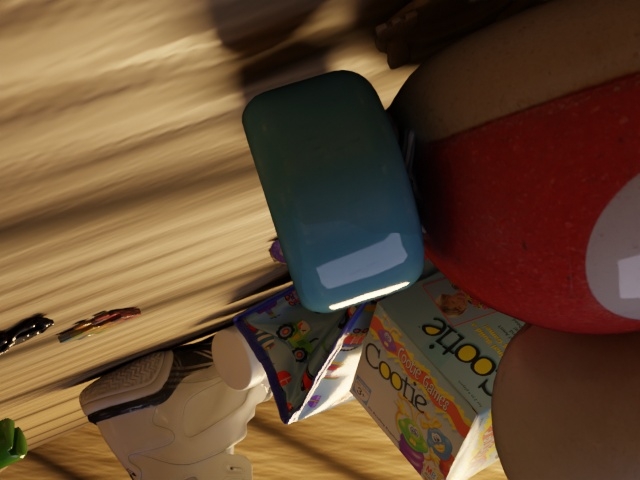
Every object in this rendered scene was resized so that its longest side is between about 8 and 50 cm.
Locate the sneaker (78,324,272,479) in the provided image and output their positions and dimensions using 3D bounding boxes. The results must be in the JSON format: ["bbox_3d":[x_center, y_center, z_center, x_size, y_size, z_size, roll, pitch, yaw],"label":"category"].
[{"bbox_3d":[-0.111,0.220,1.432,0.366,0.210,0.137,-20,174,-25],"label":"sneaker"}]

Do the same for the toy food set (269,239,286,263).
[{"bbox_3d":[0.000,0.000,0.823,0.078,0.019,0.122,-23,174,-3],"label":"toy food set"}]

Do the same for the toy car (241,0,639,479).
[{"bbox_3d":[0.113,0.038,0.394,0.219,0.238,0.210,-18,180,-1],"label":"toy car"}]

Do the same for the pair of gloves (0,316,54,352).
[{"bbox_3d":[-0.210,0.068,0.683,0.083,0.010,0.074,-18,172,-44],"label":"pair of gloves"}]

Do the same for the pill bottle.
[{"bbox_3d":[-0.035,0.115,1.314,0.184,0.103,0.103,-19,173,-40],"label":"pill bottle"}]

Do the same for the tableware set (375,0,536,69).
[{"bbox_3d":[0.096,-0.096,0.337,0.169,0.020,0.141,-22,174,-12],"label":"tableware set"}]

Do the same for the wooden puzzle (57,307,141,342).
[{"bbox_3d":[-0.167,0.064,0.830,0.049,0.006,0.083,-24,174,12],"label":"wooden puzzle"}]

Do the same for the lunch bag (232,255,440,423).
[{"bbox_3d":[0.081,0.045,1.110,0.221,0.138,0.293,-16,160,-36],"label":"lunch bag"}]

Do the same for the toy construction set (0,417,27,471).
[{"bbox_3d":[-0.313,0.232,0.935,0.237,0.257,0.309,-36,-167,6],"label":"toy construction set"}]

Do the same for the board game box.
[{"bbox_3d":[0.187,0.099,1.059,0.275,0.144,0.142,-23,147,-30],"label":"board game box"}]
